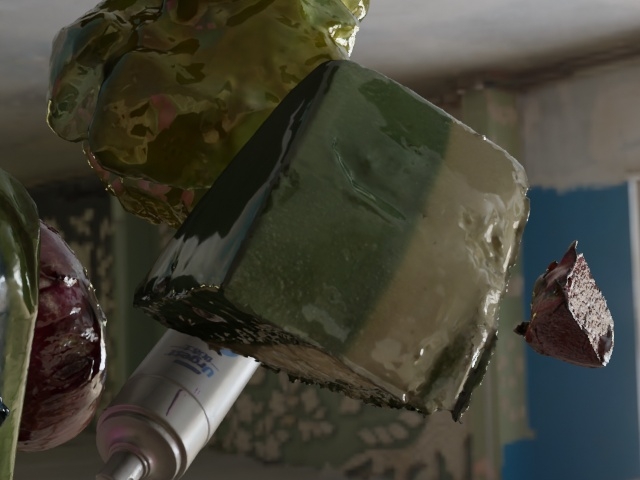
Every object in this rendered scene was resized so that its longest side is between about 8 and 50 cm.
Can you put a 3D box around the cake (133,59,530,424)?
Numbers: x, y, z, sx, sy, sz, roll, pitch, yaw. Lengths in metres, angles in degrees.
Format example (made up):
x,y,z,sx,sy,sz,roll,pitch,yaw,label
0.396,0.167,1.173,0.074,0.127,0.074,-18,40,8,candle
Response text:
x,y,z,sx,sy,sz,roll,pitch,yaw,label
-0.003,0.002,0.751,0.158,0.172,0.283,32,165,-16,cake

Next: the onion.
x,y,z,sx,sy,sz,roll,pitch,yaw,label
-0.303,0.080,1.085,0.190,0.246,0.246,-17,-174,-36,onion

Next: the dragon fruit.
x,y,z,sx,sy,sz,roll,pitch,yaw,label
0.291,0.087,1.437,0.096,0.147,0.102,-7,-146,39,dragon fruit

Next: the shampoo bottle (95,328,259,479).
x,y,z,sx,sy,sz,roll,pitch,yaw,label
-0.119,0.125,1.063,0.092,0.092,0.303,-3,-153,25,shampoo bottle

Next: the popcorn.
x,y,z,sx,sy,sz,roll,pitch,yaw,label
-0.075,-0.129,0.889,0.276,0.276,0.225,-3,165,15,popcorn

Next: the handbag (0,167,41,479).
x,y,z,sx,sy,sz,roll,pitch,yaw,label
-0.286,0.063,0.550,0.222,0.263,0.241,31,-151,26,handbag
